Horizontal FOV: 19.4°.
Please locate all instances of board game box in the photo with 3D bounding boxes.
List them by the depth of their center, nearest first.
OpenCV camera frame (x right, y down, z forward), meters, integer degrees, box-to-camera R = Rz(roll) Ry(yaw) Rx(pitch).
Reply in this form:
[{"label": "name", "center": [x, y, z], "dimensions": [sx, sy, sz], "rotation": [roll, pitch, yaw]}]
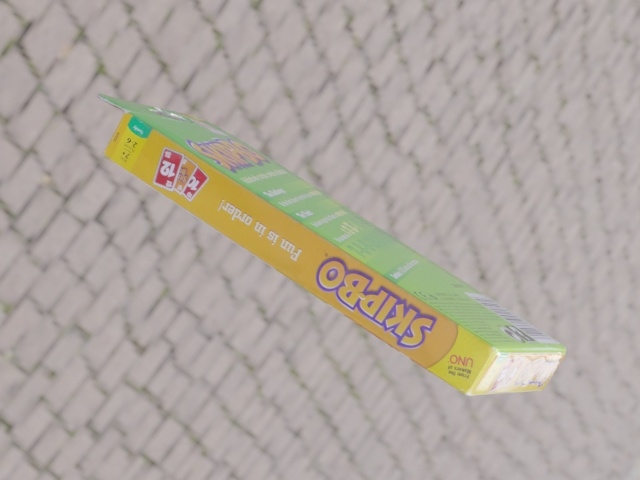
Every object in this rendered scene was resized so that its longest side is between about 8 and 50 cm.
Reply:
[{"label": "board game box", "center": [0.000, 0.000, 0.985], "dimensions": [0.039, 0.259, 0.124], "rotation": [-58, 158, 10]}]
